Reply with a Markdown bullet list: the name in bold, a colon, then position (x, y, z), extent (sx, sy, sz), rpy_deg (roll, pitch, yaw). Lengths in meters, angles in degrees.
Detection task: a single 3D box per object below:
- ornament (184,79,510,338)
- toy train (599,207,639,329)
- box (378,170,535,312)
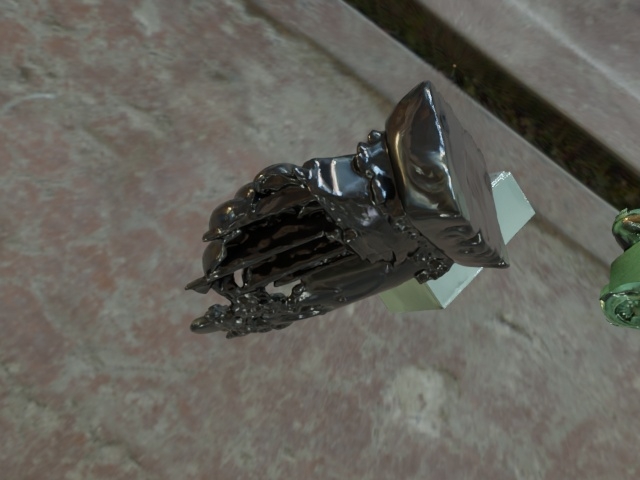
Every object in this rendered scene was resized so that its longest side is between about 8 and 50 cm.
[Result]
- **ornament**: position (0.000, 0.000, 0.914), extent (0.260, 0.251, 0.106), rpy_deg (-20, 72, 12)
- **toy train**: position (0.235, 0.012, 0.668), extent (0.118, 0.074, 0.176), rpy_deg (25, 144, -10)
- **box**: position (0.185, 0.000, 1.764), extent (0.225, 0.129, 0.086), rpy_deg (-42, 107, -28)
